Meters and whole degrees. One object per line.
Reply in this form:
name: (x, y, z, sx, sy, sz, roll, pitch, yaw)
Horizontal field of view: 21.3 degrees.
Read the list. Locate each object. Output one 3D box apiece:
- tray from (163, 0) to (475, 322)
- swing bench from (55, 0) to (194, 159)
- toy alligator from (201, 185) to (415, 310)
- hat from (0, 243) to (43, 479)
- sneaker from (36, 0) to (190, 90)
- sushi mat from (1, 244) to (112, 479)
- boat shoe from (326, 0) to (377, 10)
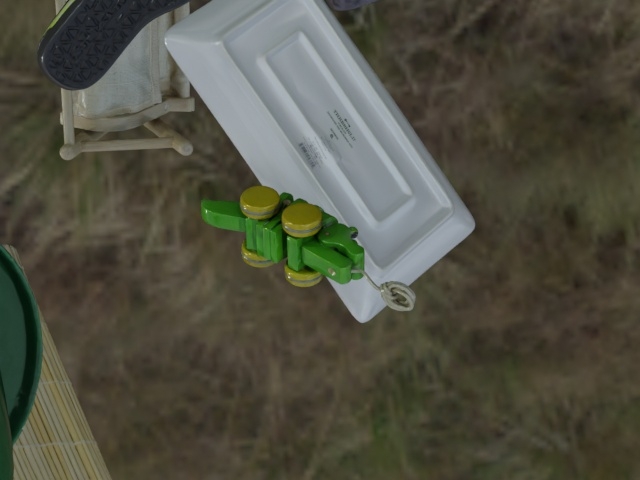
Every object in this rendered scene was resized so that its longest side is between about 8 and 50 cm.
tray: (0.009, -0.084, 1.313, 0.145, 0.270, 0.030, -39, -172, -29)
swing bench: (-0.234, -0.252, 2.056, 0.165, 0.255, 0.253, -2, 108, -4)
toy alligator: (0.000, 0.000, 1.214, 0.189, 0.051, 0.056, 23, 134, 28)
hat: (-0.139, 0.101, 0.552, 0.208, 0.183, 0.173, 7, 118, -34)
sneaker: (-0.178, -0.237, 1.567, 0.234, 0.097, 0.084, -38, 114, 16)
sushi mat: (-0.281, 0.125, 1.496, 0.151, 0.316, 0.019, 0, 142, -43)
boat shoe: (0.074, -0.273, 1.562, 0.102, 0.285, 0.092, 16, 114, 23)
